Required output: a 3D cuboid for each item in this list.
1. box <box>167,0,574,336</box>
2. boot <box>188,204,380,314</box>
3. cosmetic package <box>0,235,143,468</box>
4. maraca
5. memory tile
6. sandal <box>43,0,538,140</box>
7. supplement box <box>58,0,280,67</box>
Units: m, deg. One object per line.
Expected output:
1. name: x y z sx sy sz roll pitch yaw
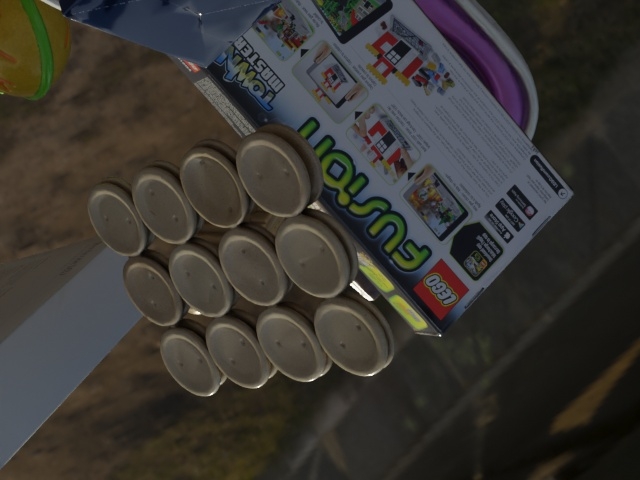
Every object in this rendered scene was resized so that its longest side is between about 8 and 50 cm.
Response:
1. box: 0.029 -0.062 0.728 0.114 0.207 0.036 -45 -167 -15
2. boot: 0.000 0.000 1.170 0.248 0.090 0.207 -57 135 -17
3. cosmetic package: -0.362 0.129 1.345 0.284 0.097 0.377 -17 -163 25
4. maraca: -0.300 -0.194 1.319 0.099 0.127 0.186 -21 -167 -29
5. memory tile: -0.037 0.012 0.588 0.148 0.113 0.012 -13 -161 48
6. sandal: -0.038 -0.156 0.770 0.416 0.102 0.169 28 104 -18
7. supplement box: -0.072 -0.133 0.597 0.056 0.083 0.083 -37 147 30
